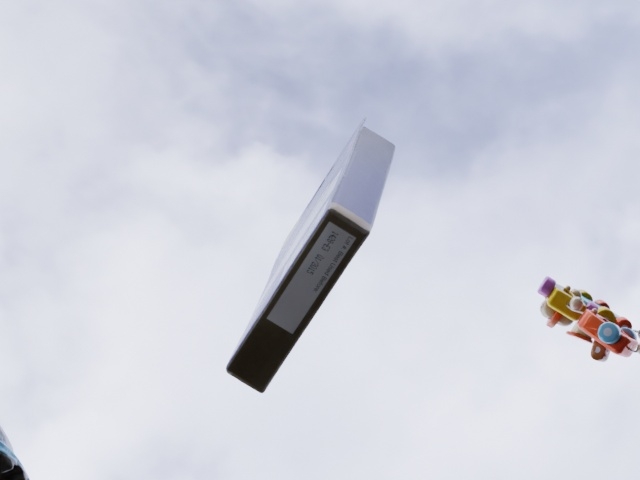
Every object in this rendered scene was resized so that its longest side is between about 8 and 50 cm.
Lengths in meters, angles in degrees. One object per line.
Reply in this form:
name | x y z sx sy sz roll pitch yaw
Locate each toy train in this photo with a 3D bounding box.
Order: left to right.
toy train | 0.261 0.087 1.160 0.046 0.125 0.166 -59 -28 9

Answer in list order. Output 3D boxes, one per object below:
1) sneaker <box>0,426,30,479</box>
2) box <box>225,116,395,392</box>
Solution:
sneaker | -0.226 0.175 0.817 0.104 0.125 0.262 -19 -42 -19
box | 0.000 0.000 0.877 0.036 0.225 0.136 31 -67 -5
